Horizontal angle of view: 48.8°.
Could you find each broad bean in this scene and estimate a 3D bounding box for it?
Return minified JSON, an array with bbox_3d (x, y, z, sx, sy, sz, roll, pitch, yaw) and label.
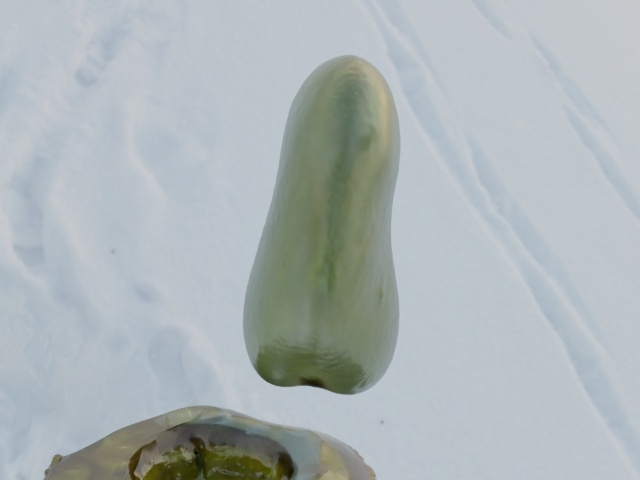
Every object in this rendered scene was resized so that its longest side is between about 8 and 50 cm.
[{"bbox_3d":[0.000,0.000,0.516,0.121,0.263,0.189,2,25,5],"label":"broad bean"}]

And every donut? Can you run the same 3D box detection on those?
[{"bbox_3d":[-0.100,0.258,0.656,0.330,0.330,0.160,-2,97,-33],"label":"donut"}]
